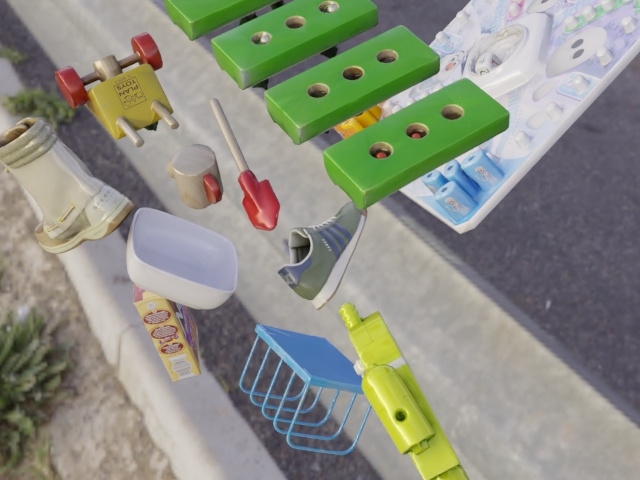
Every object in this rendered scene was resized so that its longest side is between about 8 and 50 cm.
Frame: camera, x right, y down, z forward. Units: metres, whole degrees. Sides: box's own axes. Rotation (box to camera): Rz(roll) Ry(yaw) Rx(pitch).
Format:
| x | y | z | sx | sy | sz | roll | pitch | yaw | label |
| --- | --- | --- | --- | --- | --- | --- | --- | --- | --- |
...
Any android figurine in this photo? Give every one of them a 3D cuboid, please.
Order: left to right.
| x | y | z | sx | sy | sz | roll | pitch | yaw | label |
| --- | --- | --- | --- | --- | --- | --- | --- | --- | --- |
| 0.097 | 0.191 | 1.162 | 0.056 | 0.248 | 0.272 | -30 | 72 | 1 | android figurine |

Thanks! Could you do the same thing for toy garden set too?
| x | y | z | sx | sy | sz | roll | pitch | yaw | label |
| --- | --- | --- | --- | --- | --- | --- | --- | --- | --- |
| -0.036 | -0.087 | 0.675 | 0.204 | 0.049 | 0.244 | -29 | 52 | -18 | toy garden set |

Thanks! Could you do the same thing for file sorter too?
| x | y | z | sx | sy | sz | roll | pitch | yaw | label |
| --- | --- | --- | --- | --- | --- | --- | --- | --- | --- |
| -0.021 | 0.202 | 1.417 | 0.118 | 0.104 | 0.170 | 16 | 12 | -32 | file sorter |

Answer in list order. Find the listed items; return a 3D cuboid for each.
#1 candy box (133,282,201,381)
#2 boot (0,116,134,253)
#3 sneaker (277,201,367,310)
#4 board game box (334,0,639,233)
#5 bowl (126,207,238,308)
| x | y | z | sx | sy | sz | roll | pitch | yaw | label |
| --- | --- | --- | --- | --- | --- | --- | --- | --- | --- |
| -0.240 | 0.119 | 1.633 | 0.053 | 0.186 | 0.109 | -17 | 41 | 3 | candy box |
| -0.336 | -0.067 | 1.275 | 0.213 | 0.165 | 0.077 | -12 | 37 | 53 | boot |
| 0.000 | 0.000 | 1.422 | 0.086 | 0.064 | 0.192 | 33 | 48 | -12 | sneaker |
| 0.204 | -0.219 | 1.206 | 0.050 | 0.390 | 0.390 | 42 | 2 | -25 | board game box |
| -0.177 | 0.028 | 1.294 | 0.142 | 0.053 | 0.142 | 22 | 27 | -17 | bowl |
